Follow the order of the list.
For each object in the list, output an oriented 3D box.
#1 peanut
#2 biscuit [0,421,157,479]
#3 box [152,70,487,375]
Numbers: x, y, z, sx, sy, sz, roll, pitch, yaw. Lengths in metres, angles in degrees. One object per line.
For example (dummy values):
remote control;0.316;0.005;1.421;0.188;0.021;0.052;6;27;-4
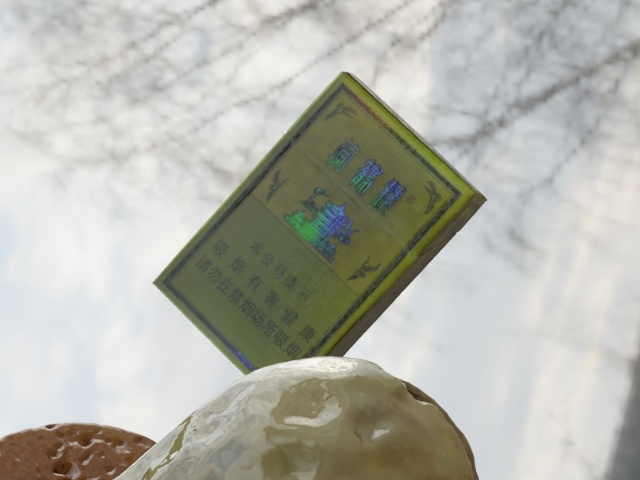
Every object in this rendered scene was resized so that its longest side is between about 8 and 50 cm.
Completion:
peanut;-0.074;0.141;0.671;0.130;0.290;0.130;64;-177;-6
biscuit;-0.238;0.374;1.865;0.455;0.349;0.078;-100;14;-47
box;0.000;0.000;1.343;0.220;0.141;0.064;-49;-14;7
